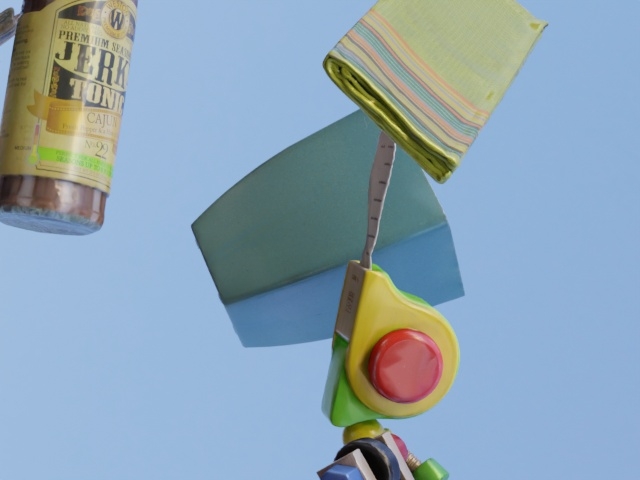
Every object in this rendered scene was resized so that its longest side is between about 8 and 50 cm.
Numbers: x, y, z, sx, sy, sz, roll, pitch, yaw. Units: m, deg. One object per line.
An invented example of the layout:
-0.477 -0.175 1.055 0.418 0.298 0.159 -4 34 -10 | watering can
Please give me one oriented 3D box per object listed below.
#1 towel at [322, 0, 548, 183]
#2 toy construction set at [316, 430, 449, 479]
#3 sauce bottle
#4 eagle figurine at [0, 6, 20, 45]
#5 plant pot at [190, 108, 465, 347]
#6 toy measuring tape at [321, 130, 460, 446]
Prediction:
0.078 -0.122 1.194 0.021 0.102 0.237 -42 -174 33 | towel
0.046 0.314 1.585 0.237 0.309 0.257 42 -92 17 | toy construction set
-0.226 -0.181 1.743 0.111 0.111 0.344 -4 -104 54 | sauce bottle
-0.451 -0.287 1.931 0.225 0.298 0.226 -21 -159 25 | eagle figurine
0.000 0.000 1.938 0.234 0.165 0.165 -23 -120 -2 | plant pot
0.083 0.046 1.760 0.121 0.121 0.330 23 -77 57 | toy measuring tape
